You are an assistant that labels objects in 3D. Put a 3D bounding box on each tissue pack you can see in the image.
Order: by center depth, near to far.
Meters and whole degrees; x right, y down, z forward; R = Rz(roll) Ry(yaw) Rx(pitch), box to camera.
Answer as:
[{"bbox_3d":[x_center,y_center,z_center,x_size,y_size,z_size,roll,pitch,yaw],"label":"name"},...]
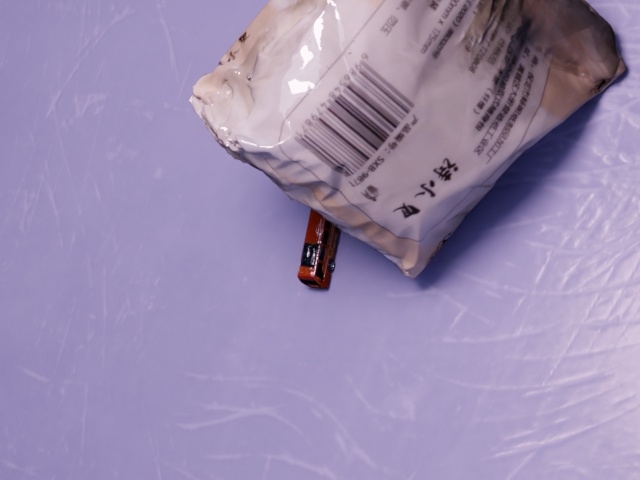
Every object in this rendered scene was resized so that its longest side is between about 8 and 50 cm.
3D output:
[{"bbox_3d":[0.098,-0.177,1.706,0.375,0.390,0.195,-47,32,8],"label":"tissue pack"}]

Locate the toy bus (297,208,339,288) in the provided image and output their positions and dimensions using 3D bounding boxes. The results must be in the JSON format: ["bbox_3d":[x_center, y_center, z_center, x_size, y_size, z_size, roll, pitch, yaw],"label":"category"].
[{"bbox_3d":[0.000,0.000,1.877,0.031,0.043,0.110,5,77,28],"label":"toy bus"}]
